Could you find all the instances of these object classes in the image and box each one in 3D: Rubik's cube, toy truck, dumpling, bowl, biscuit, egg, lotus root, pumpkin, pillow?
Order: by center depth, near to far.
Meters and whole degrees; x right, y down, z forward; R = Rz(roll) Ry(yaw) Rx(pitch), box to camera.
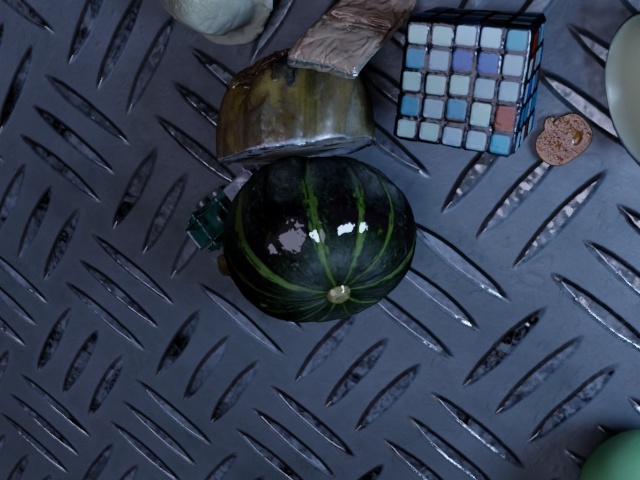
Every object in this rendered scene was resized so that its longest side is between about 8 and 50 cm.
[{"bbox_3d":[0.506,-0.209,1.017,0.127,0.238,0.237,-19,104,-9],"label":"bowl"},{"bbox_3d":[0.228,-0.245,1.127,0.184,0.182,0.187,13,115,19],"label":"Rubik's cube"},{"bbox_3d":[0.053,-0.326,1.152,0.126,0.232,0.043,21,141,20],"label":"pillow"},{"bbox_3d":[0.381,-0.162,1.189,0.091,0.015,0.078,-37,91,30],"label":"biscuit"},{"bbox_3d":[-0.051,-0.220,1.238,0.272,0.272,0.191,-4,99,25],"label":"lotus root"},{"bbox_3d":[0.535,0.436,1.241,0.221,0.220,0.269,20,125,15],"label":"egg"},{"bbox_3d":[0.000,0.000,1.252,0.324,0.241,0.323,-6,147,-4],"label":"pumpkin"},{"bbox_3d":[-0.167,-0.402,1.279,0.216,0.126,0.166,-33,132,26],"label":"dumpling"},{"bbox_3d":[-0.168,-0.055,1.413,0.216,0.116,0.110,-36,93,30],"label":"toy truck"}]

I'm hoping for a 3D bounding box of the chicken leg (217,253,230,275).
[{"bbox_3d":[-0.122,0.081,1.484,0.198,0.069,0.085,31,143,17],"label":"chicken leg"}]
